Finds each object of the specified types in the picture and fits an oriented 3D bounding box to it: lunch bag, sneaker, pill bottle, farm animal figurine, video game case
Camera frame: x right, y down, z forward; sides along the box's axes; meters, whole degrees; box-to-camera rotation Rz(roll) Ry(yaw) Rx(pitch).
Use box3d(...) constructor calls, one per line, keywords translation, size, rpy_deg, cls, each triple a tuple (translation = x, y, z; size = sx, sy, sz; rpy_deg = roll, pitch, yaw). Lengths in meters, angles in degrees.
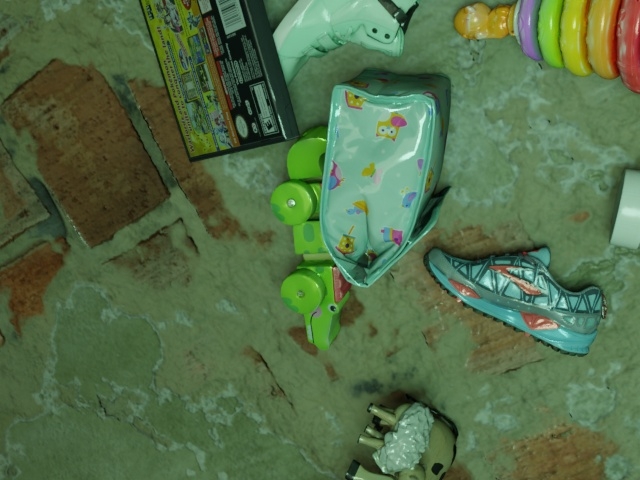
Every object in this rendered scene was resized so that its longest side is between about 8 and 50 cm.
box3d(translation=(0.092, -0.086, 1.003), size=(0.160, 0.223, 0.263), rpy_deg=(8, 109, 13), cls="lunch bag")
box3d(translation=(0.028, -0.276, 1.043), size=(0.151, 0.094, 0.256), rpy_deg=(42, 116, 3), cls="sneaker")
box3d(translation=(0.485, -0.023, 0.930), size=(0.221, 0.121, 0.121), rpy_deg=(12, 110, 18), cls="pill bottle")
box3d(translation=(0.277, 0.057, 1.063), size=(0.261, 0.104, 0.125), rpy_deg=(26, 96, 7), cls="sneaker")
box3d(translation=(0.120, 0.410, 1.152), size=(0.172, 0.330, 0.327), rpy_deg=(23, 84, 16), cls="farm animal figurine")
box3d(translation=(-0.155, -0.264, 1.095), size=(0.248, 0.035, 0.275), rpy_deg=(-4, 106, 48), cls="video game case")

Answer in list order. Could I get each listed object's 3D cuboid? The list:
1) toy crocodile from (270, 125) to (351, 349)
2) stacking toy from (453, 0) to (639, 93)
box3d(translation=(0.000, 0.000, 1.125), size=(0.105, 0.115, 0.341), rpy_deg=(0, 105, 20), cls="toy crocodile")
box3d(translation=(0.305, -0.271, 0.925), size=(0.301, 0.175, 0.166), rpy_deg=(12, 82, 35), cls="stacking toy")
